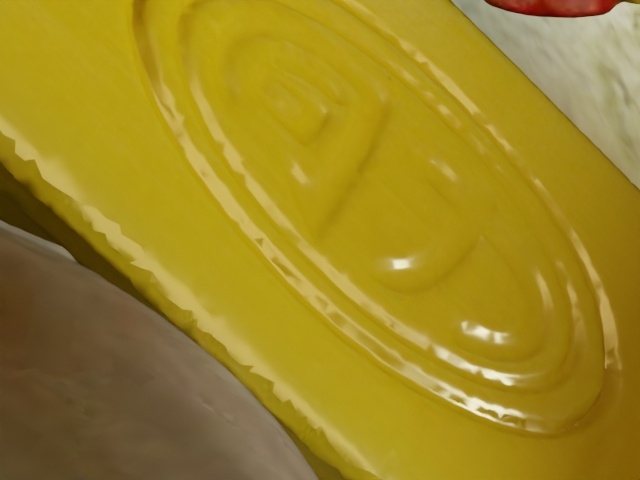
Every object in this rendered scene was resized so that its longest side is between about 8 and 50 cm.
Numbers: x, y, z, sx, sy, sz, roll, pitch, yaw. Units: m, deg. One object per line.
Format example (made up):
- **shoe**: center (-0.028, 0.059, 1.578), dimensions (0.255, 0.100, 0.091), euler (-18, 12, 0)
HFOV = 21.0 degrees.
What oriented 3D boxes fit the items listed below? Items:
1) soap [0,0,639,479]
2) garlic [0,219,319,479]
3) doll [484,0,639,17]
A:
- **soap**: center (-0.001, 0.000, 0.589), dimensions (0.324, 0.096, 0.204), euler (43, 49, -13)
- **garlic**: center (-0.117, 0.098, 0.393), dimensions (0.325, 0.132, 0.279), euler (33, 41, 2)
- **doll**: center (0.116, -0.198, 0.715), dimensions (0.363, 0.183, 0.160), euler (-52, 141, -67)
